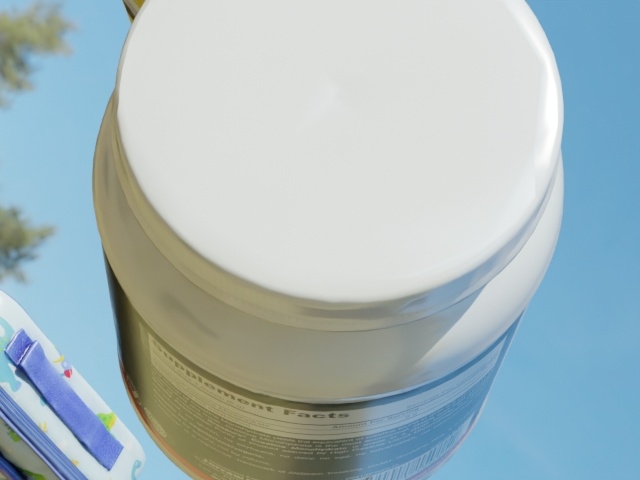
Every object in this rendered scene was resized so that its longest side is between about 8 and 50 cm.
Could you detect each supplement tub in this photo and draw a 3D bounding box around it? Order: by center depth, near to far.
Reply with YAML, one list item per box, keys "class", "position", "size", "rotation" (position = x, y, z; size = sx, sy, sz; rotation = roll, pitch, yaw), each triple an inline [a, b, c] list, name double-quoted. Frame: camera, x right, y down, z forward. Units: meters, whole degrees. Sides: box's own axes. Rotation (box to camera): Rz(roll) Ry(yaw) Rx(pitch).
- class: "supplement tub"
  position: [0.000, 0.000, 0.768]
  size: [0.191, 0.191, 0.272]
  rotation: [59, -15, 19]

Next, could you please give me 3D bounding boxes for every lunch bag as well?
- class: "lunch bag"
  position: [-0.239, 0.125, 1.250]
  size: [0.176, 0.090, 0.219]
  rotation: [-7, -48, 37]

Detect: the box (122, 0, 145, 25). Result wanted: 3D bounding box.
- class: "box"
  position: [-0.066, -0.136, 0.878]
  size: [0.054, 0.059, 0.169]
  rotation: [14, -40, 33]
